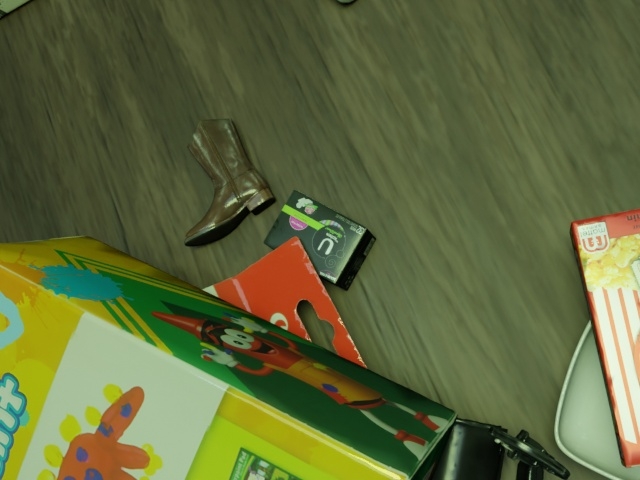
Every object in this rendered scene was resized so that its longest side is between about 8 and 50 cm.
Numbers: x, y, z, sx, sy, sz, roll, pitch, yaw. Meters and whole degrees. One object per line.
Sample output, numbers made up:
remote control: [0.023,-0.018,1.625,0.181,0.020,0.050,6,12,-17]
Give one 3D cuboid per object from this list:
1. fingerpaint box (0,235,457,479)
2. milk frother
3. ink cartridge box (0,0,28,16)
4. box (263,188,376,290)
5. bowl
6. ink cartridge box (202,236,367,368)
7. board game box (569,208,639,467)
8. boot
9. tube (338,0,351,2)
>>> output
fingerpaint box: [-0.150,0.268,0.638,0.371,0.163,0.445,23,102,19]
milk frother: [0.122,0.212,0.636,0.129,0.143,0.135,9,79,10]
ink cartridge box: [-0.422,-0.332,0.932,0.203,0.086,0.148,-26,73,10]
box: [0.000,0.000,0.763,0.083,0.052,0.062,28,87,18]
bowl: [0.274,0.133,0.658,0.142,0.053,0.142,20,84,18]
ink cartridge box: [-0.083,0.131,0.729,0.232,0.066,0.189,-35,74,23]
board game box: [0.288,0.067,0.616,0.146,0.045,0.194,-12,76,13]
boot: [-0.115,-0.063,0.815,0.106,0.037,0.114,-30,75,-6]
tube: [-0.028,-0.332,0.845,0.080,0.052,0.207,-41,66,-1]
